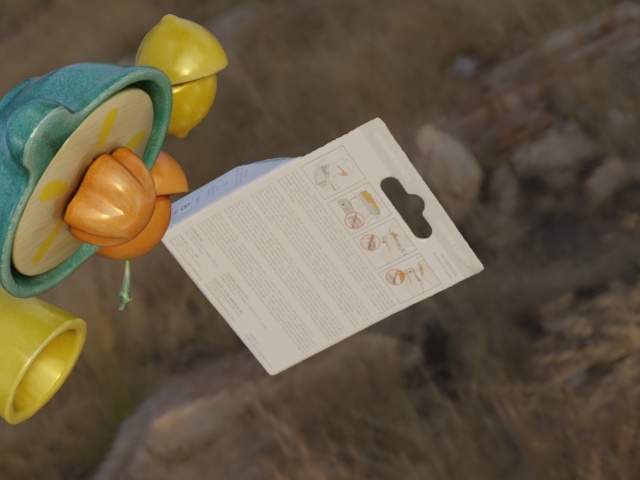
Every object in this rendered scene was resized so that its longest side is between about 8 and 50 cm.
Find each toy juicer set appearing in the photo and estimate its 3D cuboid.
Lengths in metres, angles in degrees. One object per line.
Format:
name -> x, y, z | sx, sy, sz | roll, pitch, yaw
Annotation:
toy juicer set -> -0.102, -0.056, 0.938 | 0.209, 0.089, 0.329 | -47, -17, -34

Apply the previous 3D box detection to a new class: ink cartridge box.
ink cartridge box -> 0.000, 0.000, 1.647 | 0.232, 0.189, 0.066 | -30, 27, 14
